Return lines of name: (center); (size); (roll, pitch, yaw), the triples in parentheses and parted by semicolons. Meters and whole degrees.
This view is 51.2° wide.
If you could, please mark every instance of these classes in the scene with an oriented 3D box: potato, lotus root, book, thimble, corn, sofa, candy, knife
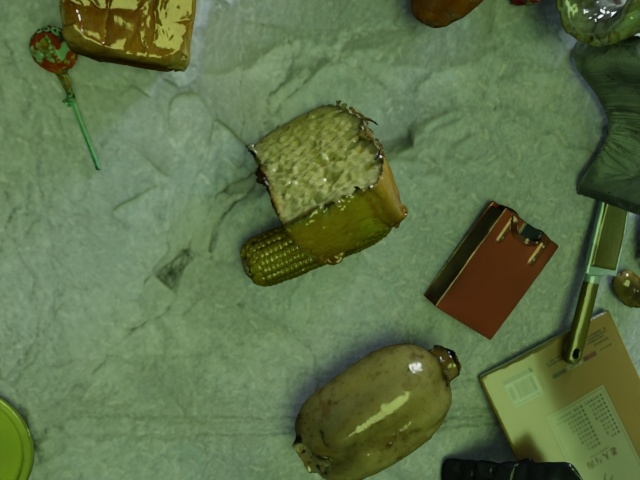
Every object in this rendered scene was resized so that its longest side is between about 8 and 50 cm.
potato: (0.536, 0.085, 1.153); (0.083, 0.040, 0.051); (41, 86, -24)
lotus root: (0.091, 0.255, 1.009); (0.284, 0.146, 0.160); (-33, 130, -9)
book: (0.464, 0.347, 1.147); (0.269, 0.032, 0.389); (-24, 91, -9)
thimble: (0.408, -0.363, 0.889); (0.143, 0.137, 0.190); (-26, 135, -29)
corn: (0.000, 0.000, 0.941); (0.231, 0.080, 0.080); (-19, 110, -11)
sofa: (0.457, -0.171, 0.971); (0.176, 0.210, 0.225); (-41, 116, -1)
candy: (-0.307, -0.172, 0.826); (0.056, 0.049, 0.184); (-5, 116, 15)
knife: (0.466, 0.042, 1.115); (0.061, 0.027, 0.343); (10, 95, -12)

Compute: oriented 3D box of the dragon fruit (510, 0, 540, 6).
dragon fruit: (0.302, -0.377, 0.942); (0.083, 0.056, 0.060); (-40, 113, -2)

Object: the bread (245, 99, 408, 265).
bread: (0.018, -0.063, 0.846); (0.160, 0.260, 0.147); (-30, 125, -2)

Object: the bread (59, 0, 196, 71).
bread: (-0.219, -0.273, 0.759); (0.143, 0.158, 0.149); (3, 100, -17)

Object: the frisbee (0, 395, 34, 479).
frisbee: (-0.512, 0.293, 0.900); (0.236, 0.017, 0.236); (-5, 107, -15)

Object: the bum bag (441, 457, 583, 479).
bum bag: (0.320, 0.414, 1.101); (0.248, 0.060, 0.123); (-11, 98, 27)

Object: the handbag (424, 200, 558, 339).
handbag: (0.270, 0.046, 1.052); (0.127, 0.063, 0.190); (31, 98, -22)

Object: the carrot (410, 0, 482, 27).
carrot: (0.194, -0.385, 0.867); (0.159, 0.159, 0.225); (15, 110, -20)

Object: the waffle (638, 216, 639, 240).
waffle: (0.620, -0.028, 1.150); (0.169, 0.036, 0.183); (-13, 110, -16)
